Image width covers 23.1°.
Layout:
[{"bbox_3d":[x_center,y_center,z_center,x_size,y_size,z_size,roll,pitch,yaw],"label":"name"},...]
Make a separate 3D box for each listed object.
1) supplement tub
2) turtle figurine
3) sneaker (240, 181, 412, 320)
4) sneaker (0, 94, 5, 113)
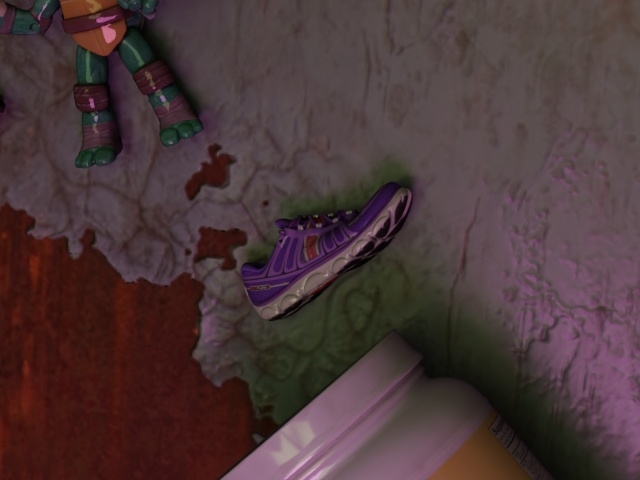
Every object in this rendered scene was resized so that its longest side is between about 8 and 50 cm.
[{"bbox_3d":[0.089,0.259,1.217,0.241,0.241,0.331,-42,86,18],"label":"supplement tub"},{"bbox_3d":[-0.188,-0.184,1.290,0.175,0.118,0.234,-9,112,32],"label":"turtle figurine"},{"bbox_3d":[0.000,0.000,1.292,0.170,0.068,0.071,-35,83,19],"label":"sneaker"},{"bbox_3d":[-0.398,-0.131,1.379,0.234,0.078,0.106,29,104,8],"label":"sneaker"}]
